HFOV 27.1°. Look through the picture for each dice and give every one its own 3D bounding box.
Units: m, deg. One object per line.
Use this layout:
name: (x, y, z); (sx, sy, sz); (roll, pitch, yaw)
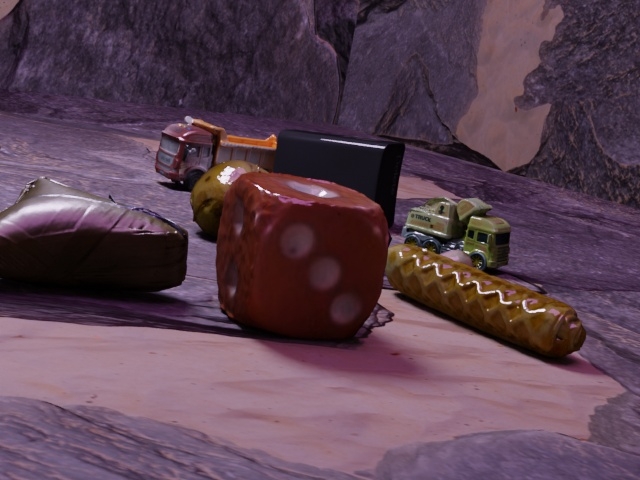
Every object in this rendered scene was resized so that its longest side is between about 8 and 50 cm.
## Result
dice: (-0.030, 0.019, 1.627); (0.174, 0.179, 0.175); (7, 15, -23)

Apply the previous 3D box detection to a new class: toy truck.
toy truck: (-0.186, -0.164, 2.620); (0.270, 0.135, 0.114); (4, 12, -35)
toy truck: (0.237, -0.020, 2.295); (0.191, 0.116, 0.085); (16, 13, 32)

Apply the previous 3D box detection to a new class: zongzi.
zongzi: (-0.292, 0.014, 1.577); (0.228, 0.115, 0.256); (17, 17, 11)

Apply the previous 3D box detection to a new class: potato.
potato: (-0.136, -0.066, 2.146); (0.137, 0.137, 0.176); (14, 8, 19)

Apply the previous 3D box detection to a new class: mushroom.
mushroom: (0.191, 0.051, 1.984); (0.084, 0.067, 0.083); (-18, -12, -4)

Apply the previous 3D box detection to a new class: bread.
bread: (0.215, 0.078, 1.819); (0.077, 0.084, 0.367); (-43, 37, -18)

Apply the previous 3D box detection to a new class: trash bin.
trash bin: (0.031, -0.123, 2.546); (0.226, 0.165, 0.115); (12, 10, 23)

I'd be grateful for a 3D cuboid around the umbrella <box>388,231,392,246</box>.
umbrella: (0.000, 0.000, 2.013); (0.094, 0.090, 0.326); (21, 14, 33)
